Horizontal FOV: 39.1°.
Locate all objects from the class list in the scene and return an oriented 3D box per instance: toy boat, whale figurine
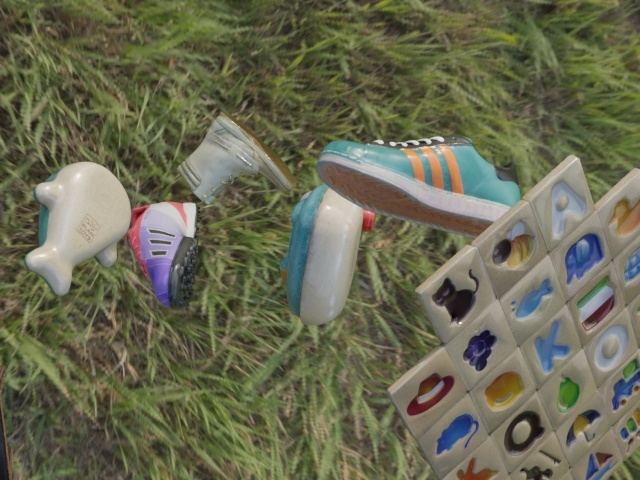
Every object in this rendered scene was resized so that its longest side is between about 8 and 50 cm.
[{"bbox_3d":[0.000,0.000,1.605,0.148,0.318,0.267,14,116,9],"label":"toy boat"},{"bbox_3d":[-0.477,-0.022,1.702,0.216,0.141,0.272,52,43,-35],"label":"whale figurine"}]

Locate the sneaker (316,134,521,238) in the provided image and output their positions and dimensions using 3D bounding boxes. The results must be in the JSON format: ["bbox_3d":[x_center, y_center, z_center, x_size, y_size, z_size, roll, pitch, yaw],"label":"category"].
[{"bbox_3d":[0.140,-0.095,1.245,0.302,0.108,0.121,17,70,-18],"label":"sneaker"}]

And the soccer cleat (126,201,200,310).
[{"bbox_3d":[-0.250,0.020,1.403,0.117,0.318,0.108,4,112,-7],"label":"soccer cleat"}]

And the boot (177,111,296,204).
[{"bbox_3d":[-0.166,-0.128,1.782,0.213,0.077,0.165,43,101,9],"label":"boot"}]

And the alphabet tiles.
[{"bbox_3d":[0.202,0.108,0.771,0.285,0.011,0.342,-39,126,-14],"label":"alphabet tiles"}]

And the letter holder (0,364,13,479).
[{"bbox_3d":[-0.410,0.203,0.739,0.302,0.214,0.151,-7,91,-18],"label":"letter holder"}]
